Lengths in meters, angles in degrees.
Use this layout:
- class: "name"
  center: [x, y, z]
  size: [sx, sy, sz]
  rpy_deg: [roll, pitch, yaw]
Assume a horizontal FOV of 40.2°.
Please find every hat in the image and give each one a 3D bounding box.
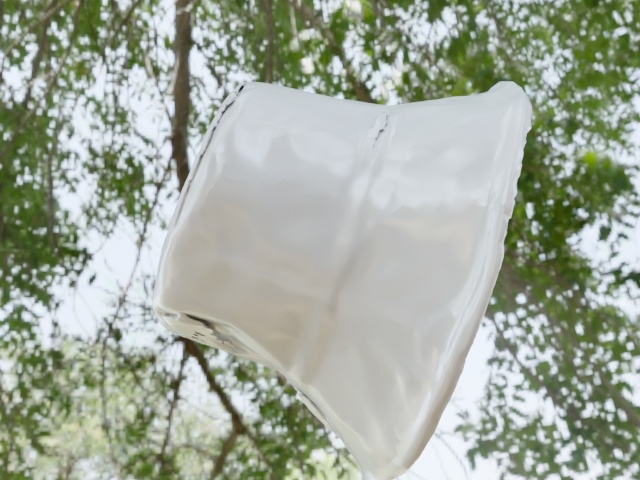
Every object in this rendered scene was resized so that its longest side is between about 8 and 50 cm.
- class: "hat"
  center: [0.000, 0.000, 0.398]
  size: [0.126, 0.203, 0.203]
  rpy_deg: [21, -36, -4]
